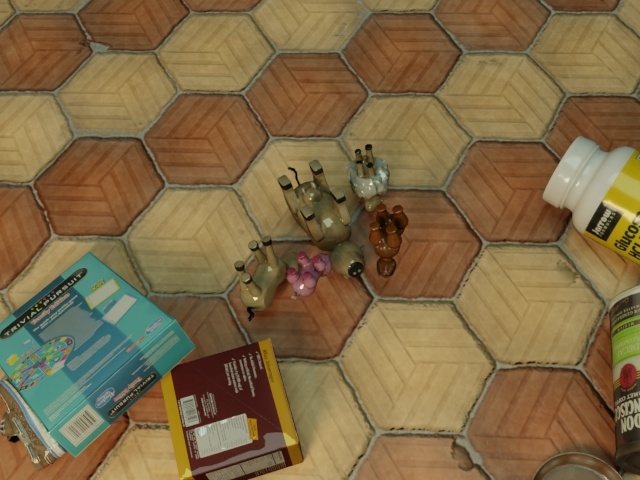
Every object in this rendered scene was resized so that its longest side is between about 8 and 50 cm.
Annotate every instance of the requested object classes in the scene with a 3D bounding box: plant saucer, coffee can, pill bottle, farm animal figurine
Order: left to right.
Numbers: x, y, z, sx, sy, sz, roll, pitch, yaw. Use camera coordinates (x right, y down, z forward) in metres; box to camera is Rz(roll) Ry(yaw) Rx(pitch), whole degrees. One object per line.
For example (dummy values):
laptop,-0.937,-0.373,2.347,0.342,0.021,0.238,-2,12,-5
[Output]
farm animal figurine,0.000,0.000,1.410,0.331,0.172,0.326,-15,48,3
plant saucer,0.422,0.432,1.212,0.169,0.029,0.168,-1,60,2
pill bottle,0.600,-0.058,1.393,0.334,0.188,0.188,32,66,19
coffee can,0.584,0.232,1.220,0.202,0.201,0.275,6,60,6

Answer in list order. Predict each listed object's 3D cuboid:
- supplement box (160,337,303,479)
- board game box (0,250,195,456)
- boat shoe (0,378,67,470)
supplement box,-0.148,0.297,1.256,0.194,0.129,0.191,-15,60,-6
board game box,-0.411,0.179,1.291,0.254,0.079,0.336,-42,41,-19
boat shoe,-0.521,0.320,1.296,0.066,0.066,0.183,-41,66,-17
